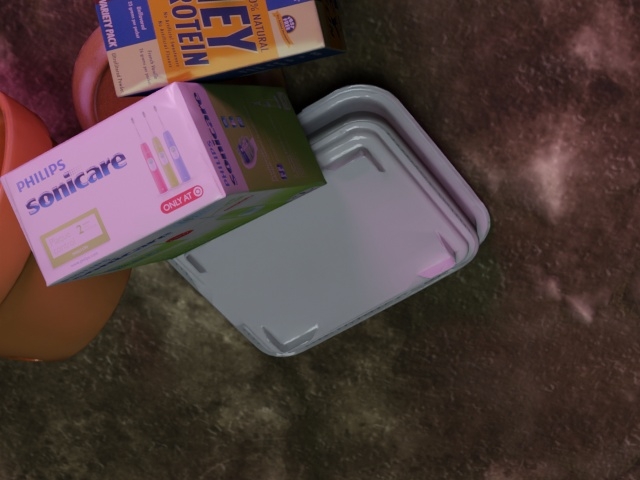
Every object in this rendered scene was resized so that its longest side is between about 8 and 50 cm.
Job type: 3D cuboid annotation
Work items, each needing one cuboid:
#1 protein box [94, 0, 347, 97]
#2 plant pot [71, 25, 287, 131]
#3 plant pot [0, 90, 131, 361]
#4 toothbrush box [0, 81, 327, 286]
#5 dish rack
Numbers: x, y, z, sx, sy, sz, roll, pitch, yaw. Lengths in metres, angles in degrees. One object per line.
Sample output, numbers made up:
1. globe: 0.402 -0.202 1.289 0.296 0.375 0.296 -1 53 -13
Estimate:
1. protein box: -0.094 -0.226 1.485 0.201 0.200 0.136 -13 94 8
2. plant pot: -0.154 -0.149 1.663 0.236 0.032 0.236 1 124 1
3. plant pot: -0.336 0.005 1.639 0.203 0.291 0.291 28 122 -36
4. toothbrush box: -0.147 -0.060 1.522 0.206 0.283 0.122 -26 85 19
5. dish rack: 0.000 0.000 1.723 0.333 0.072 0.285 -29 127 20
